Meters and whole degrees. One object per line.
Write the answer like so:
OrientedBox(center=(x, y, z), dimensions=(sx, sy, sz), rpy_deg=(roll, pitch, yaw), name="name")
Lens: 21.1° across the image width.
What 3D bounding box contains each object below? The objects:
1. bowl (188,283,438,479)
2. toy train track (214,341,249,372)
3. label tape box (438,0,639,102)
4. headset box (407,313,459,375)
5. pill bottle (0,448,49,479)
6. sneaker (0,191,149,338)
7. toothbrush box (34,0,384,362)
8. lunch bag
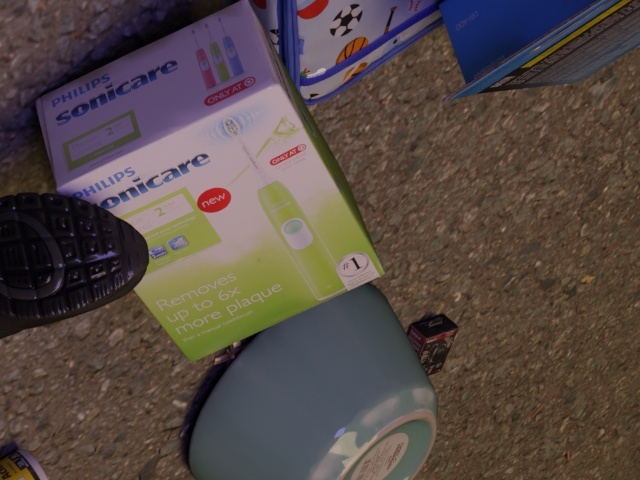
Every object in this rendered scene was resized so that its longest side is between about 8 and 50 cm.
OrientedBox(center=(0.016, 0.220, 1.989), dimensions=(0.311, 0.163, 0.311), rpy_deg=(-34, 149, -24), name="bowl")
OrientedBox(center=(-0.098, 0.143, 1.921), dimensions=(0.048, 0.014, 0.083), rpy_deg=(-23, 141, -34), name="toy train track")
OrientedBox(center=(0.244, -0.236, 1.555), dimensions=(0.240, 0.106, 0.333), rpy_deg=(-33, 171, 27), name="label tape box")
OrientedBox(center=(0.135, 0.133, 2.174), dimensions=(0.062, 0.032, 0.083), rpy_deg=(-16, 136, -41), name="headset box")
OrientedBox(center=(-0.331, 0.264, 1.724), dimensions=(0.116, 0.065, 0.065), rpy_deg=(-32, 145, -25), name="pill bottle")
OrientedBox(center=(-0.272, 0.035, 1.440), dimensions=(0.286, 0.109, 0.130), rpy_deg=(-10, 165, 15), name="sneaker")
OrientedBox(center=(-0.092, -0.045, 1.527), dimensions=(0.206, 0.122, 0.283), rpy_deg=(-24, 138, 5), name="toothbrush box")
OrientedBox(center=(0.063, -0.268, 1.573), dimensions=(0.303, 0.115, 0.243), rpy_deg=(-33, 148, -21), name="lunch bag")
